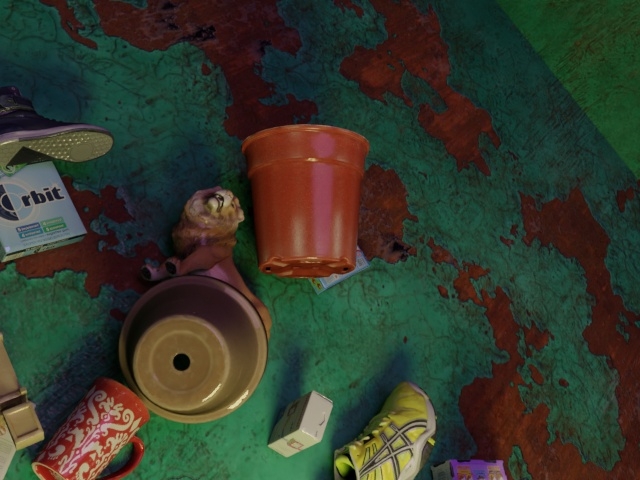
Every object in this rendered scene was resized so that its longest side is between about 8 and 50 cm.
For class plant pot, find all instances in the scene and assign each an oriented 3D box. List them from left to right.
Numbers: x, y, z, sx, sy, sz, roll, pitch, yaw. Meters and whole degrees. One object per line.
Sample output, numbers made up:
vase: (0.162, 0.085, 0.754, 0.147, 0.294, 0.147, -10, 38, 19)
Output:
plant pot: (-0.218, 0.191, 1.295, 0.263, 0.229, 0.263, 0, 90, -4)
plant pot: (-0.030, -0.067, 1.617, 0.272, 0.272, 0.265, 9, 73, -33)

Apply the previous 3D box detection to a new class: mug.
mug: (-0.359, 0.332, 1.260, 0.150, 0.113, 0.169, 42, 50, -6)

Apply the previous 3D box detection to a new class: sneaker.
sneaker: (-0.512, -0.220, 1.453, 0.226, 0.086, 0.163, -7, 47, -34)
sneaker: (0.117, 0.423, 1.542, 0.147, 0.145, 0.384, 39, 46, -13)

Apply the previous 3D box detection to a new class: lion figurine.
lion figurine: (-0.191, 0.094, 1.534, 0.240, 0.142, 0.392, -29, 98, -51)

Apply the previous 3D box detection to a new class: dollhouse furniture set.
dollhouse furniture set: (-0.526, 0.260, 1.169, 0.161, 0.101, 0.182, -19, 64, -29)

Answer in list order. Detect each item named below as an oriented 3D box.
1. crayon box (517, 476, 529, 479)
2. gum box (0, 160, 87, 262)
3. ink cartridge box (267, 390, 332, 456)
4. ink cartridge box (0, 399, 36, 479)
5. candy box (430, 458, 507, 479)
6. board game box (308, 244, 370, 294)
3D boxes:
crayon box: (0.269, 0.581, 1.400, 0.083, 0.203, 0.323, 51, 40, -1)
gum box: (-0.535, -0.067, 1.411, 0.157, 0.041, 0.184, -20, 78, -44)
ink cartridge box: (-0.038, 0.348, 1.481, 0.052, 0.122, 0.088, 35, 48, -16)
ink cartridge box: (-0.560, 0.310, 1.174, 0.189, 0.066, 0.232, 31, 28, -18)
candy box: (0.332, 0.573, 1.664, 0.165, 0.070, 0.196, 12, 57, -32)
board game box: (0.000, 0.000, 1.778, 0.160, 0.039, 0.211, -25, 81, -42)
